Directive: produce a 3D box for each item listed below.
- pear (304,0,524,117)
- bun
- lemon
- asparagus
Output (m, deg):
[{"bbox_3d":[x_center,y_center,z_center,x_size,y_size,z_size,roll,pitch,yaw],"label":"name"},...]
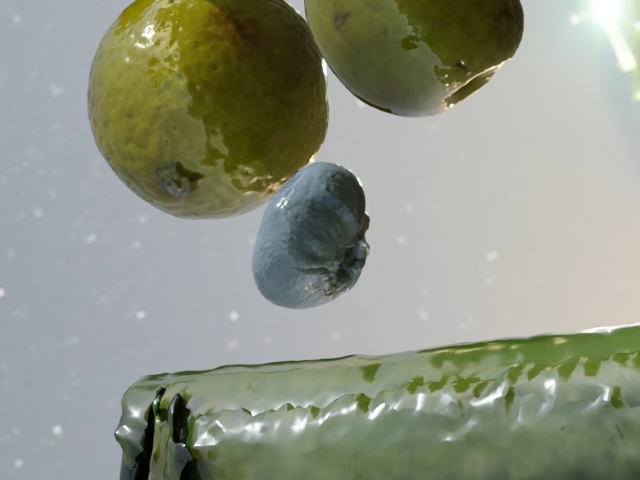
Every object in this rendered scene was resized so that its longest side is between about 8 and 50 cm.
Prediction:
[{"bbox_3d":[0.063,-0.166,1.235,0.162,0.149,0.149,44,-172,12],"label":"pear"},{"bbox_3d":[0.000,0.000,1.546,0.083,0.141,0.141,25,173,26],"label":"bun"},{"bbox_3d":[-0.112,-0.146,1.725,0.267,0.267,0.267,60,-167,-23],"label":"lemon"},{"bbox_3d":[0.082,0.095,0.725,0.128,0.382,0.108,55,-144,-42],"label":"asparagus"}]
